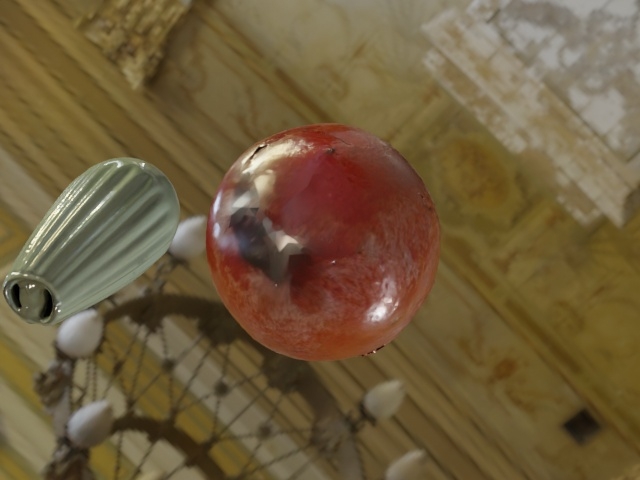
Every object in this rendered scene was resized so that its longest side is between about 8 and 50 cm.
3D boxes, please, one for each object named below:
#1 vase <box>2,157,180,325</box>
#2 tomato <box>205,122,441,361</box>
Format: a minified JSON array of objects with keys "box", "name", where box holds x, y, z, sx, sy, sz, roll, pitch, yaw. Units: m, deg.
[{"box":[-0.247,0.005,1.403,0.128,0.128,0.248,41,-145,-3],"name":"vase"},{"box":[0.000,0.000,1.152,0.184,0.208,0.208,45,-158,-53],"name":"tomato"}]
